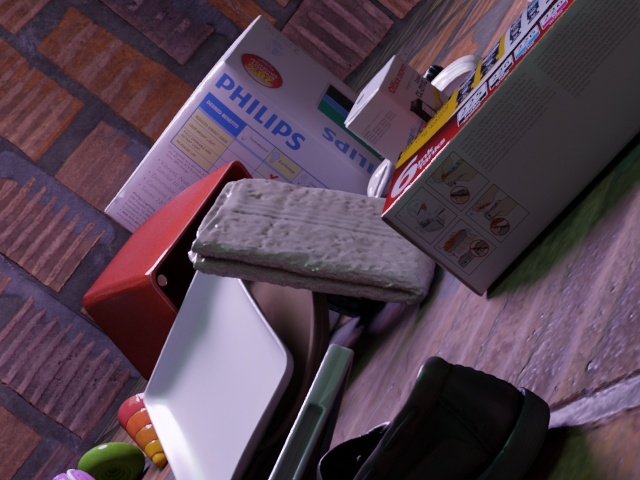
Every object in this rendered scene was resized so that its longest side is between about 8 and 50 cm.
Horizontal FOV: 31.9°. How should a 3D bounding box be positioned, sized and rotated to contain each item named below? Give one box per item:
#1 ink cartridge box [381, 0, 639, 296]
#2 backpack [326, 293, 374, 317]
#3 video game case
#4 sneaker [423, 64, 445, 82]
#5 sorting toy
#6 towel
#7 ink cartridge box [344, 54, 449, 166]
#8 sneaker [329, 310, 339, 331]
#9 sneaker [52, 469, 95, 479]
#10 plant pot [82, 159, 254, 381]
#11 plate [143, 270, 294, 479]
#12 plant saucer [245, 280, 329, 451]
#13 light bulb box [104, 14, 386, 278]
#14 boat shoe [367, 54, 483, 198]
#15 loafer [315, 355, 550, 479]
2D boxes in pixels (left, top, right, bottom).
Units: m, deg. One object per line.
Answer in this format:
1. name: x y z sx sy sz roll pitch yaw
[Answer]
1. ink cartridge box: 0.214 -0.138 1.110 0.309 0.130 0.272 -49 7 22
2. backpack: 0.026 0.040 1.444 0.084 0.114 0.105 106 -169 -52
3. video game case: -0.039 0.247 0.921 0.285 0.025 0.204 -62 -12 -49
4. sneaker: 0.171 -0.234 1.950 0.208 0.081 0.094 -31 -19 -54
5. sorting toy: -0.367 0.442 2.071 0.365 0.127 0.126 -52 37 24
6. towel: 0.000 0.000 1.314 0.187 0.282 0.049 -66 -17 -57
7. ink cartridge box: 0.129 -0.138 1.419 0.072 0.175 0.127 -48 9 31
8. sneaker: -0.054 0.145 1.551 0.121 0.079 0.217 -39 16 53
9. sneaker: -0.360 0.436 1.729 0.102 0.161 0.282 -52 9 -7
10. plant pot: -0.190 0.081 1.687 0.236 0.267 0.267 -14 33 40
11. plate: -0.125 0.179 1.403 0.278 0.045 0.277 -65 34 22
12. plant saucer: -0.068 0.126 1.408 0.278 0.041 0.277 -20 66 54
13. light bulb box: -0.087 -0.100 1.830 0.361 0.358 0.225 -46 11 32
14. boat shoe: 0.154 -0.126 1.543 0.277 0.098 0.096 -57 6 30
15. loafer: 0.046 0.164 0.824 0.302 0.095 0.109 -46 12 49
